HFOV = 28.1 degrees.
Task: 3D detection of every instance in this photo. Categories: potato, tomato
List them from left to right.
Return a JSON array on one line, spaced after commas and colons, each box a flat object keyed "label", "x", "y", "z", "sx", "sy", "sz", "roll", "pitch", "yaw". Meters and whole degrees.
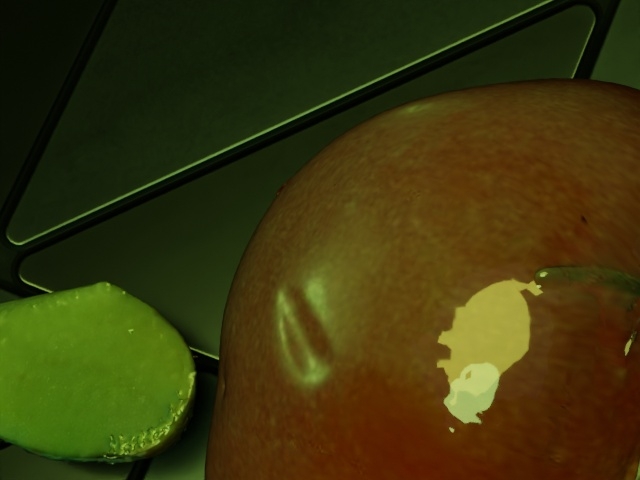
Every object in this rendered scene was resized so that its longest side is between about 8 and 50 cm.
[{"label": "potato", "x": -0.165, "y": 0.090, "z": 0.853, "sx": 0.198, "sy": 0.054, "sz": 0.119, "roll": 0, "pitch": 73, "yaw": 18}, {"label": "tomato", "x": 0.076, "y": 0.078, "z": 0.660, "sx": 0.273, "sy": 0.341, "sz": 0.341, "roll": 13, "pitch": 75, "yaw": 31}]

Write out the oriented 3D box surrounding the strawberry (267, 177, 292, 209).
[{"label": "strawberry", "x": 0.000, "y": 0.000, "z": 0.833, "sx": 0.083, "sy": 0.083, "sz": 0.096, "roll": 11, "pitch": 108, "yaw": 16}]
